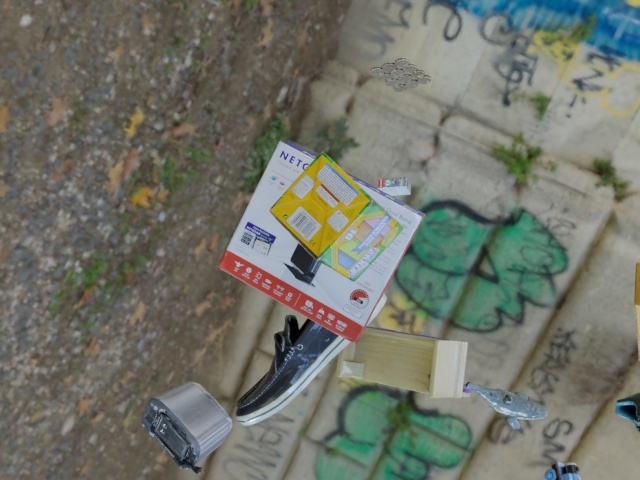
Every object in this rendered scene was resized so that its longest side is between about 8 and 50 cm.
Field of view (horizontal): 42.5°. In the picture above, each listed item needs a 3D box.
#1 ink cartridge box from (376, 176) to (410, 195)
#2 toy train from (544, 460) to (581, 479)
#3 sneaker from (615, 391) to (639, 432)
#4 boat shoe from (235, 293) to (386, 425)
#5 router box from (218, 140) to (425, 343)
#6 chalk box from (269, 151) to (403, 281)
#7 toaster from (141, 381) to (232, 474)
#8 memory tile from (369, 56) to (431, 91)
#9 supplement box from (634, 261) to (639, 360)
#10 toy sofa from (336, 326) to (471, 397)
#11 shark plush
[{"bbox_3d":[0.182,-0.144,2.231,0.063,0.115,0.029,46,44,-64],"label":"ink cartridge box"},{"bbox_3d":[0.725,0.735,2.415,0.105,0.080,0.184,-33,-137,37],"label":"toy train"},{"bbox_3d":[0.975,0.534,2.337,0.341,0.139,0.125,-139,-135,-73],"label":"sneaker"},{"bbox_3d":[-0.052,0.266,2.090,0.500,0.156,0.187,-46,-174,7],"label":"boat shoe"},{"bbox_3d":[0.000,0.000,1.718,0.301,0.335,0.082,-63,172,11],"label":"router box"},{"bbox_3d":[0.039,-0.029,1.371,0.132,0.132,0.213,-48,154,5],"label":"chalk box"},{"bbox_3d":[-0.323,0.458,2.049,0.146,0.227,0.129,-28,153,-47],"label":"toaster"},{"bbox_3d":[0.209,-0.428,2.127,0.148,0.113,0.012,22,62,-49],"label":"memory tile"},{"bbox_3d":[0.784,0.156,1.772,0.129,0.194,0.191,-67,146,-42],"label":"supplement box"},{"bbox_3d":[0.228,0.319,2.202,0.177,0.362,0.150,9,86,-42],"label":"toy sofa"},{"bbox_3d":[0.364,0.306,1.618,0.073,0.161,0.067,-55,-177,-17],"label":"shark plush"}]
